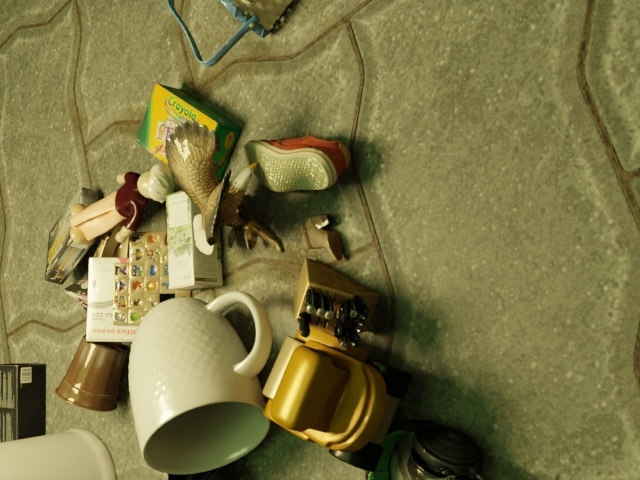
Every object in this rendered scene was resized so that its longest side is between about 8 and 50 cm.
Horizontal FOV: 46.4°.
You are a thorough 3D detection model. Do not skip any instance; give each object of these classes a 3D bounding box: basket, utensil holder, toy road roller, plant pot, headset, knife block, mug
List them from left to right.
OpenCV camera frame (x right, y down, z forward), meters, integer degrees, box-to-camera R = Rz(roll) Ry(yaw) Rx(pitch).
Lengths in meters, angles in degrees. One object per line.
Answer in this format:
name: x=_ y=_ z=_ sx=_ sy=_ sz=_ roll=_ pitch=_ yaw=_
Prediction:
utensil holder: x=-0.792 y=0.683 z=1.973 sx=0.327 sy=0.385 sz=0.328 roll=-5 pitch=82 yaw=39
plant pot: x=-0.600 y=0.347 z=1.998 sx=0.167 sy=0.167 sz=0.165 roll=19 pitch=91 yaw=39
mug: x=-0.252 y=0.270 z=1.643 sx=0.374 sy=0.276 sz=0.328 roll=-42 pitch=47 yaw=19
basket: x=-0.212 y=-0.573 z=1.721 sx=0.289 sy=0.201 sz=0.255 roll=-40 pitch=63 yaw=19
toy road roller: x=-0.012 y=0.273 z=1.402 sx=0.329 sy=0.240 sz=0.203 roll=17 pitch=81 yaw=47
knife block: x=-0.010 y=0.117 z=1.468 sx=0.275 sy=0.242 sz=0.088 roll=27 pitch=102 yaw=38
headset: x=0.204 y=0.446 z=1.299 sx=0.394 sy=0.185 sz=0.244 roll=-10 pitch=80 yaw=50

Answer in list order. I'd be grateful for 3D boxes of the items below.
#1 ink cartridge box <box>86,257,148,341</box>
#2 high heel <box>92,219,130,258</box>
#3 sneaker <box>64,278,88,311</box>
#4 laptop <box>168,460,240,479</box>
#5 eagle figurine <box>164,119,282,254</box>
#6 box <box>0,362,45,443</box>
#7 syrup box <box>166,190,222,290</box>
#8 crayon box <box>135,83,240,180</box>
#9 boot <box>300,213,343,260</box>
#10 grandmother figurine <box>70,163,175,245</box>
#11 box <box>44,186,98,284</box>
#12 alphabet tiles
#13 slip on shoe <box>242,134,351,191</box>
ink cartridge box: x=-0.515 y=0.154 z=1.936 sx=0.158 sy=0.092 sz=0.218 roll=0 pitch=88 yaw=2
high heel: x=-0.541 y=0.035 z=2.008 sx=0.186 sy=0.093 sz=0.261 roll=-39 pitch=60 yaw=33
sneaker: x=-0.667 y=0.166 z=2.122 sx=0.178 sy=0.072 sz=0.077 roll=17 pitch=127 yaw=52
laptop: x=-0.248 y=0.575 z=1.773 sx=0.234 sy=0.136 sz=0.264 roll=-49 pitch=33 yaw=25
eagle figurine: x=-0.224 y=-0.099 z=1.631 sx=0.226 sy=0.298 sz=0.225 roll=6 pitch=75 yaw=26
box: x=-0.934 y=0.509 z=2.289 sx=0.184 sy=0.103 sz=0.261 roll=-7 pitch=82 yaw=36
syrup box: x=-0.307 y=0.000 z=1.818 sx=0.093 sy=0.096 sz=0.237 roll=-12 pitch=79 yaw=40
crayon box: x=-0.337 y=-0.264 z=1.875 sx=0.278 sy=0.081 sz=0.165 roll=35 pitch=108 yaw=36
boot: x=0.000 y=0.000 z=1.605 sx=0.087 sy=0.042 sz=0.119 roll=-28 pitch=68 yaw=41
grandmother figurine: x=-0.502 y=-0.093 z=1.904 sx=0.342 sy=0.104 sz=0.208 roll=-26 pitch=66 yaw=29
box: x=-0.711 y=-0.013 z=2.133 sx=0.231 sy=0.056 sz=0.183 roll=-43 pitch=42 yaw=34
alphabet tiles: x=-0.424 y=0.095 z=1.888 sx=0.198 sy=0.009 sz=0.237 roll=-1 pitch=84 yaw=2
slip on shoe: x=-0.058 y=-0.175 z=1.634 sx=0.331 sy=0.101 sz=0.123 roll=10 pitch=129 yaw=51
